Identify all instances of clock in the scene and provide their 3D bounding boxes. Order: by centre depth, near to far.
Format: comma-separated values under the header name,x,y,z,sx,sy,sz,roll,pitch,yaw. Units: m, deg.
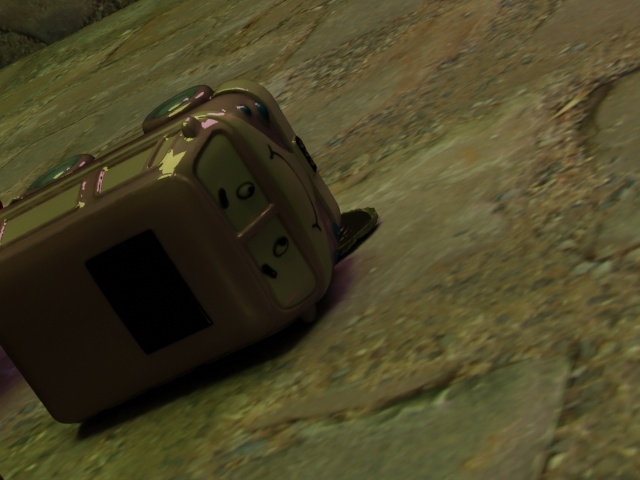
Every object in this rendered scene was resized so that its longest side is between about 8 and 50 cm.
name,x,y,z,sx,sy,sz,roll,pitch,yaw
clock,0.000,0.000,1.026,0.074,0.010,0.083,-41,20,-33

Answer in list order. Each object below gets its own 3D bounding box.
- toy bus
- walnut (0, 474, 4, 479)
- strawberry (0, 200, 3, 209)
name,x,y,z,sx,sy,sz,roll,pitch,yaw
toy bus,-0.097,0.007,0.941,0.202,0.142,0.142,-26,17,19
walnut,-0.262,0.179,0.613,0.336,0.209,0.209,-32,15,18
strawberry,-0.389,0.034,1.119,0.310,0.292,0.292,0,30,30
